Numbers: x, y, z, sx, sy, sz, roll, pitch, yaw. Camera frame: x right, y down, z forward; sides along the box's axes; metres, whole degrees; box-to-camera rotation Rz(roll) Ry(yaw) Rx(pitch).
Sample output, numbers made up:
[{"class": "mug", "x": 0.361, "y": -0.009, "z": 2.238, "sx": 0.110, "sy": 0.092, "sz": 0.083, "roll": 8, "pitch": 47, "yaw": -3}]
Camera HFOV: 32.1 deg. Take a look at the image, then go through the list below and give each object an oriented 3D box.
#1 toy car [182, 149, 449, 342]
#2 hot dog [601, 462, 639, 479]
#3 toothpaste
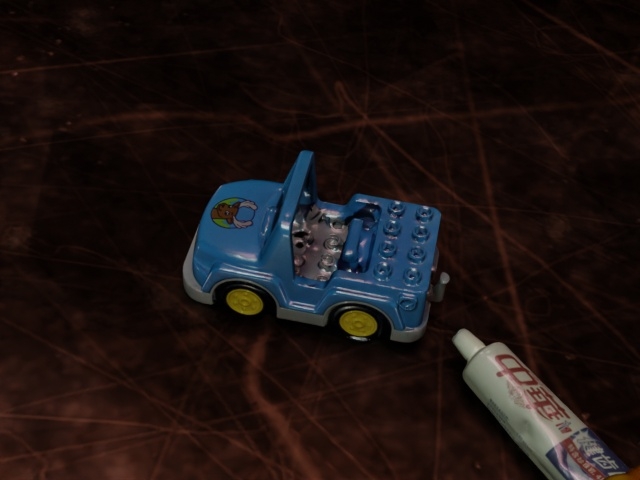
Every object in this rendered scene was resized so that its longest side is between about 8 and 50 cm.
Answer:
[{"class": "toy car", "x": 0.000, "y": 0.000, "z": 0.796, "sx": 0.191, "sy": 0.100, "sz": 0.097, "roll": 10, "pitch": 46, "yaw": 6}, {"class": "hot dog", "x": 0.162, "y": 0.192, "z": 0.606, "sx": 0.269, "sy": 0.072, "sz": 0.115, "roll": -31, "pitch": 56, "yaw": -10}, {"class": "toothpaste", "x": 0.163, "y": 0.141, "z": 0.726, "sx": 0.060, "sy": 0.038, "sz": 0.233, "roll": -23, "pitch": 55, "yaw": -29}]
